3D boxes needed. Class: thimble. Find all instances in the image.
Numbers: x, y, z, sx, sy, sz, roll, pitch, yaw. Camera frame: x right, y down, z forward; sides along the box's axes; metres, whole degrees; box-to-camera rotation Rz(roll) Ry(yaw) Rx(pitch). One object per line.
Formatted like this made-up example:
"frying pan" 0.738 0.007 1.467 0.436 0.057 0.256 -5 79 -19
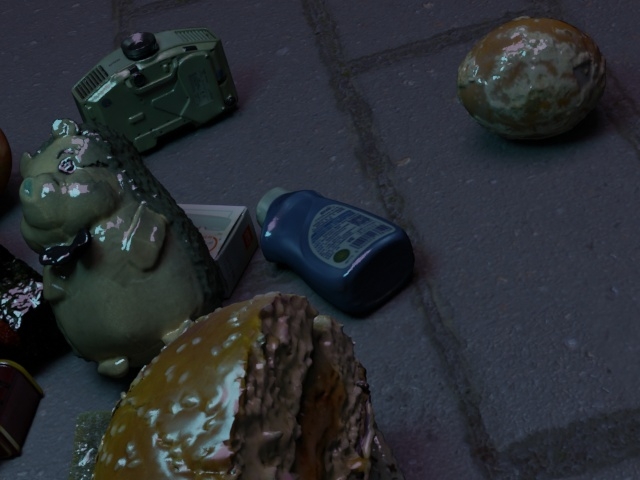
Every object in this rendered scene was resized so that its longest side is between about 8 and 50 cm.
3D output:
"thimble" 0.051 0.258 1.436 0.062 0.084 0.110 -25 36 -12

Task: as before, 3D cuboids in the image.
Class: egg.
"egg" 0.323 -0.250 1.903 0.233 0.195 0.195 -2 37 -1

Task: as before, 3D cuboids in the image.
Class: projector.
"projector" -0.284 -0.261 2.137 0.269 0.194 0.088 -28 39 -15

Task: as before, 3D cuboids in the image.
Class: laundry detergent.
"laundry detergent" 0.000 0.000 1.792 0.143 0.094 0.290 -39 39 -19

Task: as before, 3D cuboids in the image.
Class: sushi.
"sushi" -0.456 0.091 1.799 0.126 0.136 0.225 -39 47 -15

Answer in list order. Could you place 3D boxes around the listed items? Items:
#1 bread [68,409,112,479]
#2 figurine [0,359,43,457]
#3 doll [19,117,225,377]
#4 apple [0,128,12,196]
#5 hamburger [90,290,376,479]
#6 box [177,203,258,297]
"bread" -0.263 0.276 1.571 0.112 0.036 0.193 -11 37 4
"figurine" -0.439 0.225 1.651 0.082 0.098 0.154 -3 36 11
"doll" -0.283 0.006 1.672 0.247 0.350 0.247 -22 -7 -3
"apple" -0.656 -0.132 2.080 0.241 0.242 0.242 22 51 42
"hamburger" -0.120 0.276 1.301 0.287 0.268 0.446 -16 54 28
"box" -0.241 0.012 1.865 0.269 0.079 0.135 3 40 23
